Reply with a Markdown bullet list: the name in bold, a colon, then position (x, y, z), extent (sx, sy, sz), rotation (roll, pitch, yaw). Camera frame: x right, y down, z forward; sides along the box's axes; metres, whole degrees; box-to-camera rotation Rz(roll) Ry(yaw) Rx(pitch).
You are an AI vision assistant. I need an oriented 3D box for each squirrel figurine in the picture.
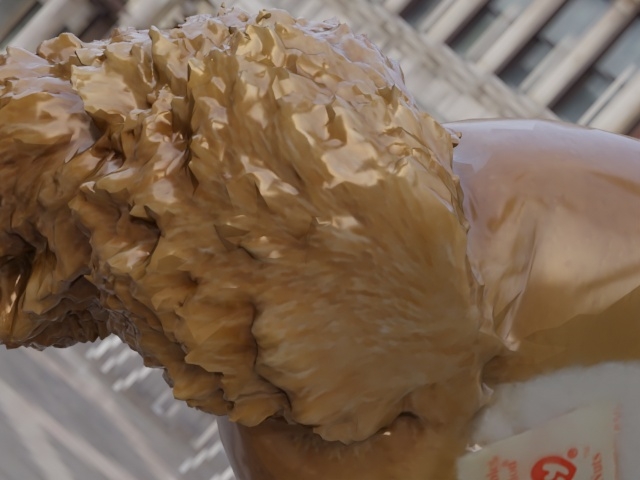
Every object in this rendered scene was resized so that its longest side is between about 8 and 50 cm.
- **squirrel figurine**: position (0.000, 0.000, 0.802), extent (0.397, 0.281, 0.370), rotation (34, 7, -33)
